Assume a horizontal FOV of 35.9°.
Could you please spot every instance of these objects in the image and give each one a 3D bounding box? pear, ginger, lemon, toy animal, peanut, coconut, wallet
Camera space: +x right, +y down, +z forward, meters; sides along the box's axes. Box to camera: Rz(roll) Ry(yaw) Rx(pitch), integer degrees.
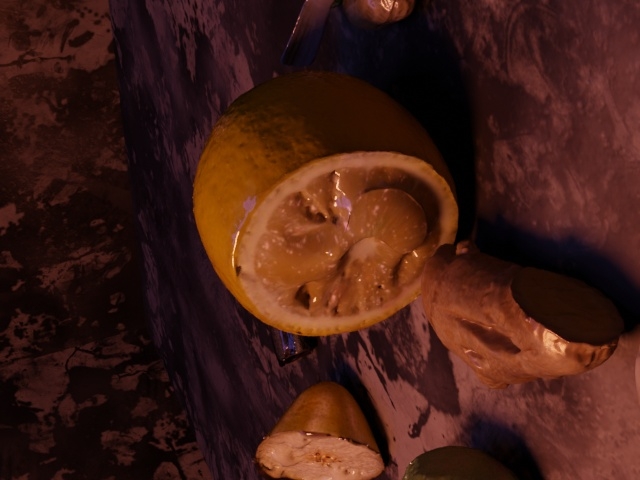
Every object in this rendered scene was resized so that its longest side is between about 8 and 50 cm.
[{"bbox_3d":[0.009,0.355,1.882,0.267,0.267,0.178,103,178,-53],"label":"pear"},{"bbox_3d":[0.223,0.091,1.151,0.354,0.126,0.189,180,81,-71],"label":"ginger"},{"bbox_3d":[-0.009,-0.073,1.349,0.364,0.364,0.364,165,90,-70],"label":"lemon"},{"bbox_3d":[0.033,-0.380,1.269,0.206,0.081,0.366,-120,43,-65],"label":"toy animal"},{"bbox_3d":[0.077,-0.324,1.324,0.174,0.080,0.080,-168,65,-71],"label":"peanut"},{"bbox_3d":[0.193,0.404,1.348,0.236,0.205,0.235,17,113,47],"label":"coconut"},{"bbox_3d":[-0.092,0.158,2.153,0.262,0.072,0.220,126,126,-74],"label":"wallet"}]

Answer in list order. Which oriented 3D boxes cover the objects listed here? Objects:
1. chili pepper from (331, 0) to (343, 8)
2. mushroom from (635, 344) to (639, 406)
[{"bbox_3d":[0.035,-0.381,1.441,0.052,0.050,0.202,39,160,-9],"label":"chili pepper"},{"bbox_3d":[0.362,0.162,0.875,0.096,0.108,0.247,38,-169,-40],"label":"mushroom"}]
